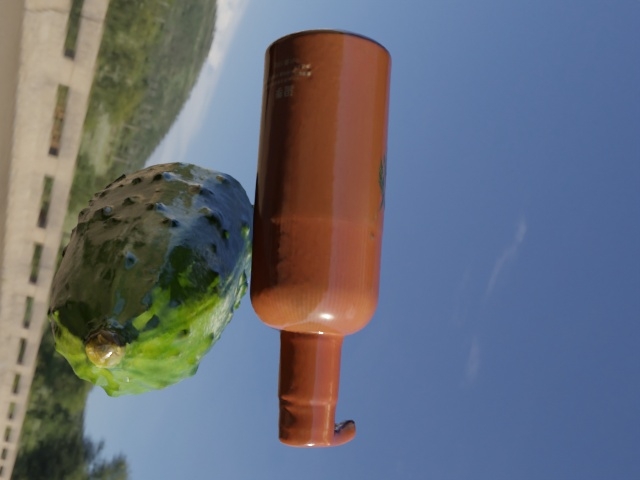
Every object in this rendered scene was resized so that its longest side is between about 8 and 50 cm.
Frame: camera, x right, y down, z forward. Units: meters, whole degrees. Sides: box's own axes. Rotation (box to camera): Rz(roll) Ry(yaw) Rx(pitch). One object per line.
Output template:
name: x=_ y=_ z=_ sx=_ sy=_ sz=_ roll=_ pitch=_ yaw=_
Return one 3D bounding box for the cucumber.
cucumber: x=-0.109 y=0.030 z=0.536 sx=0.244 sy=0.134 sz=0.134 roll=-86 pitch=-164 yaw=-76

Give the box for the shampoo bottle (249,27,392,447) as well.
shampoo bottle: x=-0.001 y=-0.001 z=0.507 sx=0.085 sy=0.085 sz=0.244 roll=160 pitch=-66 yaw=-71
